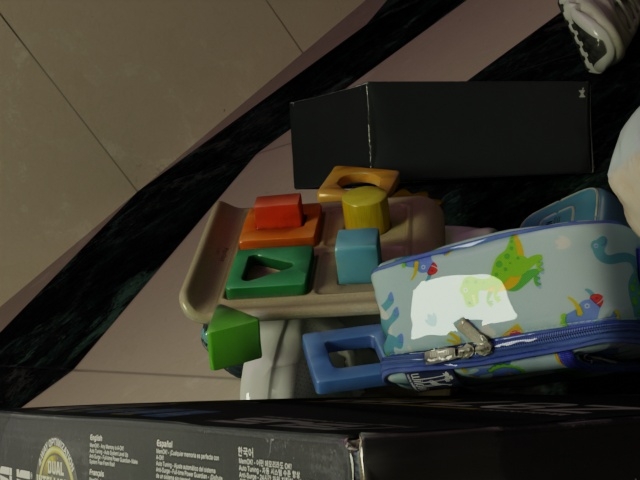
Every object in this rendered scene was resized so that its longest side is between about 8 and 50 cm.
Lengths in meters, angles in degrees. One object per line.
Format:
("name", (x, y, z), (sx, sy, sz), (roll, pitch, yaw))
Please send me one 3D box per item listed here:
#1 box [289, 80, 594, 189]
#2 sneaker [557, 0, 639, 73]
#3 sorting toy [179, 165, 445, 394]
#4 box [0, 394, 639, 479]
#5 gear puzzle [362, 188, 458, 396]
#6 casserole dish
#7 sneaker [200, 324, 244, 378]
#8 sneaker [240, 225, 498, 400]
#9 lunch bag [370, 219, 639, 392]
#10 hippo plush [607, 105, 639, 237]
("box", (0.123, -0.108, 1.158), (0.261, 0.103, 0.184), (-4, -1, -25))
("sneaker", (0.375, -0.302, 1.435), (0.118, 0.110, 0.292), (-20, 20, 19))
("sorting toy", (0.000, 0.000, 0.867), (0.196, 0.047, 0.347), (0, 27, 5))
("box", (0.037, 0.130, 0.584), (0.318, 0.097, 0.395), (1, -7, -33))
("gear puzzle", (0.052, 0.050, 1.043), (0.175, 0.044, 0.339), (0, 35, 12))
("casserole dish", (0.215, 0.008, 0.982), (0.114, 0.037, 0.188), (-27, 17, 29))
("sneaker", (-0.083, 0.101, 1.270), (0.122, 0.110, 0.283), (-50, 9, 17))
("sneaker", (0.059, 0.066, 0.883), (0.169, 0.108, 0.292), (4, 35, 23))
("lunch bag", (0.148, 0.046, 0.715), (0.176, 0.090, 0.219), (-13, -13, 30))
("hippo plush", (0.245, -0.041, 0.606), (0.234, 0.294, 0.236), (-25, -11, -7))
